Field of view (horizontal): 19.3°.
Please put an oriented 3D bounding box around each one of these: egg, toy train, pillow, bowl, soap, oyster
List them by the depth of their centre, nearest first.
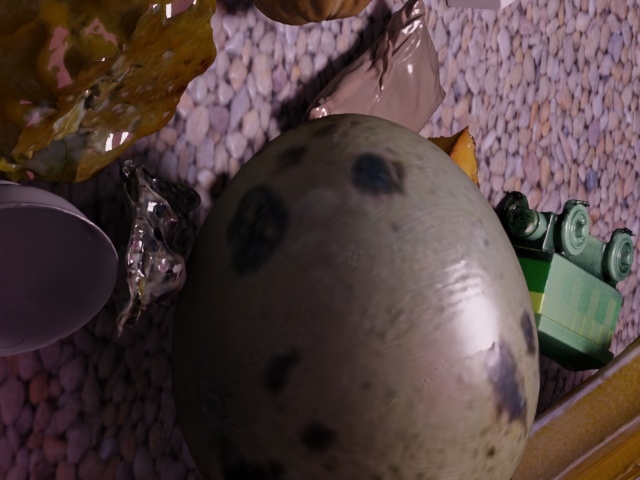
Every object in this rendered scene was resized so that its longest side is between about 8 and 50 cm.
[{"bbox_3d":[-0.269,0.007,1.567,0.189,0.189,0.086,54,11,-49],"label":"bowl"},{"bbox_3d":[-0.159,0.007,1.687,0.252,0.087,0.199,84,5,-71],"label":"oyster"},{"bbox_3d":[0.030,0.095,1.756,0.345,0.345,0.428,-32,122,-50],"label":"egg"},{"bbox_3d":[0.064,-0.154,2.098,0.270,0.067,0.173,-52,144,-38],"label":"pillow"},{"bbox_3d":[0.313,0.054,2.497,0.301,0.120,0.202,27,77,-57],"label":"toy train"},{"bbox_3d":[0.401,0.243,2.548,0.259,0.281,0.143,11,45,-58],"label":"soap"}]

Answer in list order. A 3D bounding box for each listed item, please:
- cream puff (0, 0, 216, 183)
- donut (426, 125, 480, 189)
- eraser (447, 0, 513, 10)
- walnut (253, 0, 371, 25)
[{"bbox_3d":[-0.220,-0.171,1.564,0.282,0.185,0.282,-39,168,-10],"label":"cream puff"},{"bbox_3d":[0.121,0.023,2.197,0.151,0.112,0.295,-45,132,-40],"label":"donut"},{"bbox_3d":[0.257,-0.374,2.334,0.298,0.078,0.076,-39,130,-46],"label":"eraser"},{"bbox_3d":[-0.009,-0.305,1.866,0.155,0.155,0.184,-35,124,-49],"label":"walnut"}]
